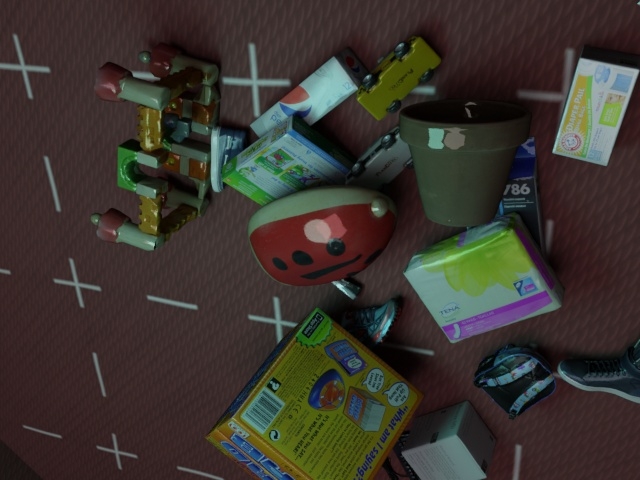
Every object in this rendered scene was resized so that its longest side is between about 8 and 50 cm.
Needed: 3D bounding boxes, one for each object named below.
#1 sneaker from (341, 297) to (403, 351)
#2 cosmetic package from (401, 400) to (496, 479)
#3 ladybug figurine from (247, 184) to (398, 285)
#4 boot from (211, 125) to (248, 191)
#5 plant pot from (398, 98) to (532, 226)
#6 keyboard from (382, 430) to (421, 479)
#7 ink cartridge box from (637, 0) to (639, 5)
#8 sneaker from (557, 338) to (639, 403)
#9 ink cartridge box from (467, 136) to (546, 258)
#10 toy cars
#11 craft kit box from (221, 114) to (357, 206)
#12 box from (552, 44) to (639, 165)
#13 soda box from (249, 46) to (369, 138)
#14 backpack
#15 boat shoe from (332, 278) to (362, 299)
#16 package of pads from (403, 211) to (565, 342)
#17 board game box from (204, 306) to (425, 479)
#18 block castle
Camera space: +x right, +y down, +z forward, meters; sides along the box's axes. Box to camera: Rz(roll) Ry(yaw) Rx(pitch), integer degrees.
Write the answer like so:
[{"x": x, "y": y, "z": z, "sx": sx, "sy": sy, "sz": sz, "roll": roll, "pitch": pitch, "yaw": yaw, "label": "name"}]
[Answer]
[{"x": 0.111, "y": 0.228, "z": 1.937, "sx": 0.125, "sy": 0.104, "sz": 0.262, "roll": 39, "pitch": 126, "yaw": 2, "label": "sneaker"}, {"x": 0.348, "y": 0.555, "z": 1.985, "sx": 0.184, "sy": 0.151, "sz": 0.151, "roll": -30, "pitch": 102, "yaw": 33, "label": "cosmetic package"}, {"x": 0.000, "y": 0.000, "z": 1.728, "sx": 0.305, "sy": 0.161, "sz": 0.449, "roll": 14, "pitch": 157, "yaw": -30, "label": "ladybug figurine"}, {"x": -0.230, "y": -0.200, "z": 1.873, "sx": 0.086, "sy": 0.069, "sz": 0.190, "roll": 7, "pitch": 130, "yaw": 2, "label": "boot"}, {"x": 0.294, "y": -0.158, "z": 1.526, "sx": 0.263, "sy": 0.263, "sz": 0.229, "roll": 6, "pitch": 114, "yaw": 21, "label": "plant pot"}, {"x": 0.278, "y": 0.698, "z": 2.172, "sx": 0.202, "sy": 0.033, "sz": 0.317, "roll": -19, "pitch": 107, "yaw": 32, "label": "keyboard"}, {"x": 0.643, "y": -0.470, "z": 1.347, "sx": 0.063, "sy": 0.029, "sz": 0.115, "roll": 33, "pitch": 127, "yaw": 3, "label": "ink cartridge box"}, {"x": 0.682, "y": 0.284, "z": 1.711, "sx": 0.226, "sy": 0.086, "sz": 0.163, "roll": 13, "pitch": 133, "yaw": 6, "label": "sneaker"}, {"x": 0.412, "y": -0.064, "z": 1.661, "sx": 0.166, "sy": 0.065, "sz": 0.332, "roll": -2, "pitch": 116, "yaw": 26, "label": "ink cartridge box"}, {"x": 0.149, "y": -0.272, "z": 1.643, "sx": 0.177, "sy": 0.087, "sz": 0.393, "roll": -3, "pitch": 125, "yaw": -14, "label": "toy cars"}, {"x": -0.062, "y": -0.158, "z": 1.756, "sx": 0.247, "sy": 0.060, "sz": 0.250, "roll": -32, "pitch": 132, "yaw": 32, "label": "craft kit box"}, {"x": 0.544, "y": -0.267, "z": 1.460, "sx": 0.114, "sy": 0.103, "sz": 0.203, "roll": 16, "pitch": 123, "yaw": 15, "label": "box"}, {"x": -0.026, "y": -0.319, "z": 1.693, "sx": 0.286, "sy": 0.098, "sz": 0.091, "roll": -32, "pitch": 101, "yaw": 35, "label": "soda box"}, {"x": 0.489, "y": 0.330, "z": 1.814, "sx": 0.158, "sy": 0.117, "sz": 0.173, "roll": 43, "pitch": 126, "yaw": -3, "label": "backpack"}, {"x": 0.046, "y": 0.097, "z": 1.932, "sx": 0.142, "sy": 0.049, "sz": 0.040, "roll": 40, "pitch": 93, "yaw": 1, "label": "boat shoe"}, {"x": 0.363, "y": 0.087, "z": 1.669, "sx": 0.297, "sy": 0.101, "sz": 0.229, "roll": -27, "pitch": 105, "yaw": 34, "label": "package of pads"}, {"x": -0.024, "y": 0.457, "z": 1.902, "sx": 0.356, "sy": 0.356, "sz": 0.356, "roll": 40, "pitch": 151, "yaw": 0, "label": "board game box"}, {"x": -0.414, "y": -0.230, "z": 1.793, "sx": 0.213, "sy": 0.303, "sz": 0.453, "roll": 19, "pitch": 122, "yaw": 15, "label": "block castle"}]
